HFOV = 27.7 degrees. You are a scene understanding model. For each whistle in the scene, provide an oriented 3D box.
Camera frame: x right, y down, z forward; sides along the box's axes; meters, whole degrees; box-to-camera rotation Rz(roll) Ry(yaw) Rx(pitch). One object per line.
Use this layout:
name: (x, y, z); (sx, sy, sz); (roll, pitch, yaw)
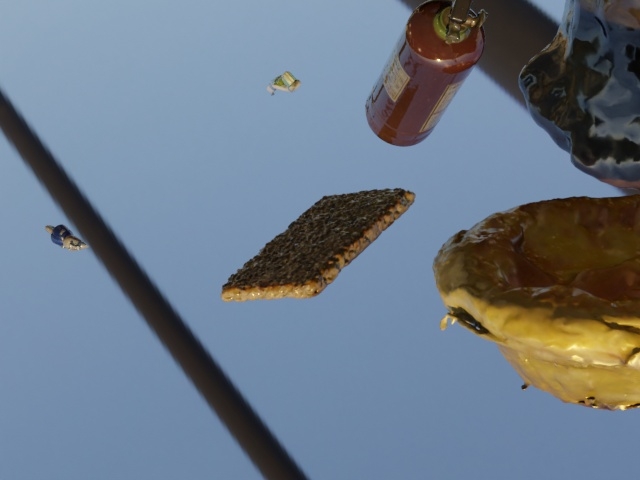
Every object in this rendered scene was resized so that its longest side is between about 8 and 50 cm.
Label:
whistle: (-0.350, -0.004, 1.784); (0.033, 0.029, 0.083); (2, -161, -47)

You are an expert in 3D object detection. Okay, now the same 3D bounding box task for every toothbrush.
toothbrush: (-0.046, -0.188, 1.575); (0.022, 0.026, 0.263); (-42, -173, -2)

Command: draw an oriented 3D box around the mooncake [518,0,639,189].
mooncake: (0.378, -0.262, 1.393); (0.350, 0.381, 0.212); (-22, -129, -35)

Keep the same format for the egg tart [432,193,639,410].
egg tart: (0.260, 0.052, 1.123); (0.341, 0.132, 0.341); (-4, -162, 1)

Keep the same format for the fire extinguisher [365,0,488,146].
fire extinguisher: (0.099, -0.170, 1.140); (0.071, 0.231, 0.099); (15, -113, -5)

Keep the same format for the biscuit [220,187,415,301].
biscuit: (0.000, 0.000, 1.386); (0.131, 0.025, 0.231); (-4, -155, 36)
